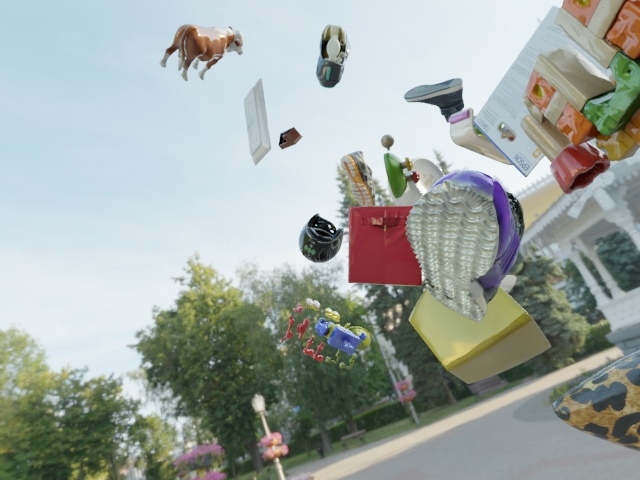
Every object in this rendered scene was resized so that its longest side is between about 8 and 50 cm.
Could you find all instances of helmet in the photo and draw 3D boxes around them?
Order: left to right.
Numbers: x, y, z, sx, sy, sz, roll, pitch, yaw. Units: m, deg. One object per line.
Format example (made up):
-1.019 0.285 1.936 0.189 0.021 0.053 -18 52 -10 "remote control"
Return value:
0.000 0.000 1.548 0.169 0.169 0.161 -14 -30 -20 "helmet"

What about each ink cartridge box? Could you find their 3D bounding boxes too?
0.542 -0.351 1.028 0.071 0.324 0.330 16 -55 -19 "ink cartridge box"

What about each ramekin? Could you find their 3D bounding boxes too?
0.433 -0.236 1.883 0.273 0.273 0.127 -6 -18 -34 "ramekin"

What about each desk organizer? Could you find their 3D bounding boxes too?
-0.125 -0.388 1.650 0.047 0.050 0.130 -51 23 -18 "desk organizer"

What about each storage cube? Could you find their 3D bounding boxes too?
0.175 0.016 1.125 0.184 0.193 0.215 1 -2 15 "storage cube"

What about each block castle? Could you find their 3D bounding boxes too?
0.502 -0.267 0.592 0.303 0.213 0.453 -23 -27 -6 "block castle"

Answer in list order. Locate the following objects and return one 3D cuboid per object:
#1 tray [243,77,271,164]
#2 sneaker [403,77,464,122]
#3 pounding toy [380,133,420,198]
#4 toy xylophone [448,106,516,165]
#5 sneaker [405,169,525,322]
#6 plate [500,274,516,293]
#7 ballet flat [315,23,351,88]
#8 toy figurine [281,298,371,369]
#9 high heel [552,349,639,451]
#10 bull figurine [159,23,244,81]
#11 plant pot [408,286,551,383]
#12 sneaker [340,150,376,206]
-0.228 -0.414 1.514 0.030 0.270 0.145 -1 -14 -30 "tray"
0.454 -0.536 1.715 0.226 0.086 0.163 -4 -40 23 "sneaker"
0.315 -0.288 1.673 0.110 0.237 0.183 -13 -9 17 "pounding toy"
0.557 -0.305 1.307 0.323 0.081 0.236 16 -2 -25 "toy xylophone"
0.192 -0.017 0.528 0.146 0.102 0.293 -51 -29 -14 "sneaker"
0.564 0.230 1.574 0.277 0.045 0.278 9 -53 -39 "plate"
0.030 -0.408 0.913 0.074 0.203 0.074 5 -34 4 "ballet flat"
0.067 0.370 1.531 0.362 0.191 0.217 32 -7 -25 "toy figurine"
0.320 0.147 0.285 0.261 0.093 0.186 -4 19 1 "high heel"
-0.365 -0.603 1.369 0.188 0.101 0.310 -45 -3 26 "bull figurine"
0.322 0.180 0.927 0.187 0.212 0.212 -43 -44 9 "plant pot"
0.146 -0.205 1.467 0.083 0.215 0.084 -39 29 -27 "sneaker"
